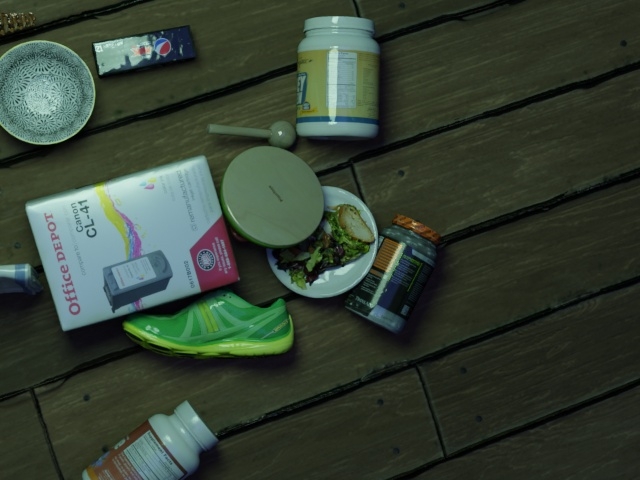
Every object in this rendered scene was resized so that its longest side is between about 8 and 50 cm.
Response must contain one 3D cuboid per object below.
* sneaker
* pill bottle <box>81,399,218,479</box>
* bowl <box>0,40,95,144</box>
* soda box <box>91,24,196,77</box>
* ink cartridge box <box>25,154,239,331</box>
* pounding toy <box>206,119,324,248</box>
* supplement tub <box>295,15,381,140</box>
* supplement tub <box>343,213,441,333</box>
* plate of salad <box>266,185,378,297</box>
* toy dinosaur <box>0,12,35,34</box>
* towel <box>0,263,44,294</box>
[{"bbox_3d":[-0.193,0.140,1.915,0.295,0.109,0.124,3,77,-15],"label":"sneaker"},{"bbox_3d":[-0.284,0.372,1.884,0.216,0.121,0.121,-38,99,-9],"label":"pill bottle"},{"bbox_3d":[-0.459,-0.242,1.847,0.170,0.080,0.170,0,92,-11],"label":"bowl"},{"bbox_3d":[-0.299,-0.320,1.891,0.168,0.053,0.060,-13,95,-10],"label":"soda box"},{"bbox_3d":[-0.312,0.003,1.861,0.306,0.131,0.226,-17,95,-12],"label":"ink cartridge box"},{"bbox_3d":[-0.104,-0.081,1.917,0.183,0.110,0.237,-8,72,-27],"label":"pounding toy"},{"bbox_3d":[0.031,-0.275,1.914,0.144,0.144,0.200,1,91,-12],"label":"supplement tub"},{"bbox_3d":[0.131,0.058,1.960,0.117,0.117,0.190,29,86,-11],"label":"supplement tub"},{"bbox_3d":[0.000,0.000,1.936,0.199,0.048,0.200,-2,79,10],"label":"plate of salad"},{"bbox_3d":[-0.633,-0.396,1.798,0.322,0.164,0.218,5,106,-30],"label":"toy dinosaur"},{"bbox_3d":[-0.590,0.071,1.767,0.285,0.209,0.034,-4,82,-11],"label":"towel"}]
